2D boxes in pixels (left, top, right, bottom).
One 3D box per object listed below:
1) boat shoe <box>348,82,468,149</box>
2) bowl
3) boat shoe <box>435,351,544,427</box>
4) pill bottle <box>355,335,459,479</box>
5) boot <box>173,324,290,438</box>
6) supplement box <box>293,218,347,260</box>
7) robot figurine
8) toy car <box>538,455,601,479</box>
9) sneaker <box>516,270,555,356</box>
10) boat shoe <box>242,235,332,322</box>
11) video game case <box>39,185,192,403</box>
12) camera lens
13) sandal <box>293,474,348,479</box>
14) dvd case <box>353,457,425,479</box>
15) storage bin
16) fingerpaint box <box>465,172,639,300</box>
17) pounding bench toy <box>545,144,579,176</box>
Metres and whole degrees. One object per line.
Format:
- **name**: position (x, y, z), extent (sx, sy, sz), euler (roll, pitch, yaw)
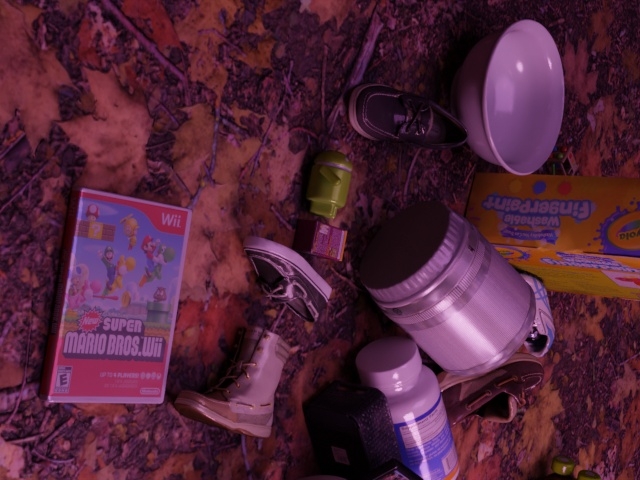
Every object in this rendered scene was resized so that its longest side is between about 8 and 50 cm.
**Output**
- **boat shoe**: position (0.160, -0.215, 1.902), extent (0.285, 0.092, 0.102), euler (13, 85, -50)
- **bowl**: position (0.343, -0.275, 2.078), extent (0.298, 0.134, 0.297), euler (-8, 100, -49)
- **boat shoe**: position (0.340, 0.308, 2.127), extent (0.342, 0.123, 0.123), euler (0, 51, -46)
- **pill bottle**: position (0.148, 0.312, 1.914), extent (0.152, 0.152, 0.272), euler (-40, 123, -39)
- **boot**: position (-0.128, 0.205, 1.634), extent (0.213, 0.077, 0.165), euler (30, 73, -53)
- **supplement box**: position (0.000, 0.000, 1.781), extent (0.083, 0.043, 0.055), euler (19, 81, -50)
- **robot figurine**: position (0.015, -0.096, 1.767), extent (0.101, 0.067, 0.115), euler (40, 62, -75)
- **toy car**: position (0.511, 0.584, 2.398), extent (0.188, 0.149, 0.155), euler (-1, 106, -38)
- **sneaker**: position (0.445, 0.156, 2.284), extent (0.086, 0.085, 0.237), euler (-74, 146, -42)
- **boat shoe**: position (-0.054, 0.064, 1.701), extent (0.219, 0.078, 0.070), euler (42, 63, -46)
- **video game case**: position (-0.277, 0.082, 1.483), extent (0.204, 0.025, 0.285), euler (11, 86, -50)
- **camera lens**: position (0.229, 0.090, 1.897), extent (0.274, 0.219, 0.219), euler (43, 62, -27)
- **sandal**: position (-0.117, 0.487, 1.626), extent (0.416, 0.169, 0.102), euler (-27, 112, -31)
- **dvd case**: position (0.065, 0.460, 1.801), extent (0.180, 0.253, 0.022), euler (43, 21, -43)
- **storage bin**: position (0.057, 0.340, 1.833), extent (0.084, 0.122, 0.180), euler (-35, 121, -42)
- **fingerpaint box**: position (0.569, -0.001, 2.140), extent (0.371, 0.445, 0.163), euler (26, 75, -48)
- **pounding bench toy**: position (0.520, -0.163, 2.363), extent (0.083, 0.052, 0.065), euler (-54, 132, -30)
